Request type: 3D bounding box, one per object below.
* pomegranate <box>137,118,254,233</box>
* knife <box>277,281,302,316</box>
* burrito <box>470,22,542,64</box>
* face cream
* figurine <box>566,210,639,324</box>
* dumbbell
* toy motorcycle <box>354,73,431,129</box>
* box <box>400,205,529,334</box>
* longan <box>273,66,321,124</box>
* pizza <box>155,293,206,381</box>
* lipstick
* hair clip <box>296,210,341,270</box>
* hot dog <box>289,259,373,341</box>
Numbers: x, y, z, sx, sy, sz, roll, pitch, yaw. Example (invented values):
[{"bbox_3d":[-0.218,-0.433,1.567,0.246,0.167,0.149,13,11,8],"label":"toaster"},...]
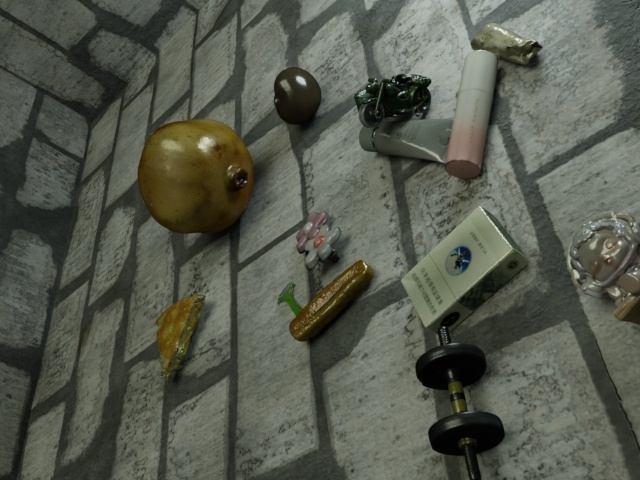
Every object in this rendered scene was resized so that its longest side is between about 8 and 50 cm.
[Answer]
[{"bbox_3d":[-0.408,-0.212,2.323,0.417,0.417,0.416,-29,45,34],"label":"pomegranate"},{"bbox_3d":[-0.078,0.183,1.957,0.078,0.023,0.166,-56,35,12],"label":"knife"},{"bbox_3d":[0.475,-0.496,1.753,0.087,0.060,0.226,-53,35,9],"label":"burrito"},{"bbox_3d":[0.240,-0.275,1.860,0.314,0.089,0.143,9,66,46],"label":"face cream"},{"bbox_3d":[0.524,0.041,1.239,0.162,0.141,0.236,-53,34,26],"label":"figurine"},{"bbox_3d":[0.268,0.309,1.348,0.143,0.143,0.325,-35,42,30],"label":"dumbbell"},{"bbox_3d":[0.184,-0.398,1.907,0.205,0.275,0.127,23,126,53],"label":"toy motorcycle"},{"bbox_3d":[0.313,0.068,1.534,0.256,0.069,0.164,-46,38,19],"label":"box"},{"bbox_3d":[-0.079,-0.484,2.314,0.189,0.189,0.189,-29,45,34],"label":"longan"},{"bbox_3d":[-0.477,0.331,2.285,0.280,0.075,0.287,-22,51,45],"label":"pizza"},{"bbox_3d":[0.377,-0.315,1.717,0.087,0.087,0.326,-10,58,46],"label":"lipstick"},{"bbox_3d":[-0.006,-0.003,1.970,0.146,0.075,0.257,-56,31,12],"label":"hair clip"},{"bbox_3d":[0.031,0.160,1.808,0.286,0.061,0.087,-42,43,20],"label":"hot dog"}]
